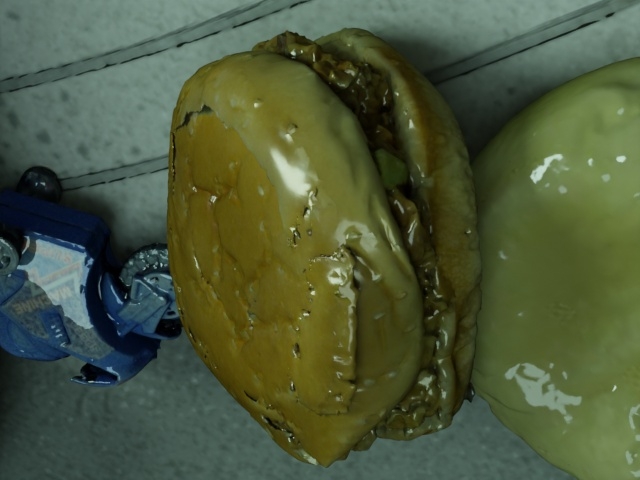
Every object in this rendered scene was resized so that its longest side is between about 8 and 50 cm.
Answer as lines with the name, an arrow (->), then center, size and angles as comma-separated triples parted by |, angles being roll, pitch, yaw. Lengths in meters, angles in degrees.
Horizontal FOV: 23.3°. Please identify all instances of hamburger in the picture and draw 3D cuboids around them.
hamburger -> -0.001, -0.001, 0.773 | 0.108, 0.214, 0.214 | -16, 124, -27

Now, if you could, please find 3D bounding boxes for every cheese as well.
cheese -> 0.164, 0.019, 0.777 | 0.226, 0.117, 0.214 | -23, 107, 28

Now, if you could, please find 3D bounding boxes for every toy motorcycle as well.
toy motorcycle -> -0.161, 0.027, 0.893 | 0.205, 0.076, 0.114 | 15, 126, 3
